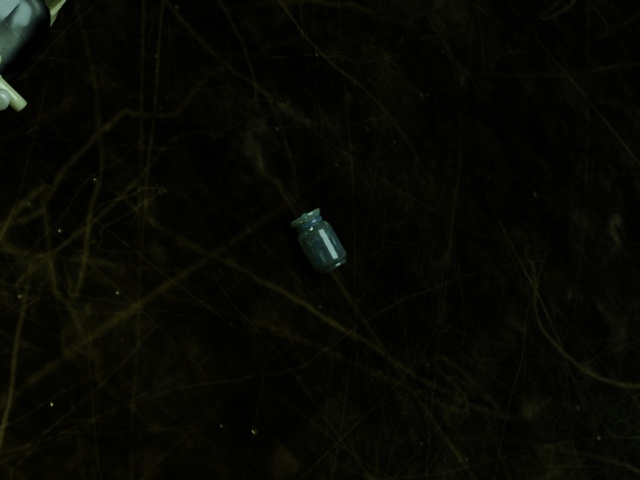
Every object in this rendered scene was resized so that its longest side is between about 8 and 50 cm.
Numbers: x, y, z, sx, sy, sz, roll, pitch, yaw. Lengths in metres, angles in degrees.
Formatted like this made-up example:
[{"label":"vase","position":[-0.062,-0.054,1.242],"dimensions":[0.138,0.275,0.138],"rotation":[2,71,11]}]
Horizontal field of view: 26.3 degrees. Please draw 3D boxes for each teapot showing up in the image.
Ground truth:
[{"label":"teapot","position":[0.003,-0.001,1.811],"dimensions":[0.063,0.049,0.083],"rotation":[-29,92,-49]}]

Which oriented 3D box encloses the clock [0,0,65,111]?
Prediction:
[{"label":"clock","position":[-0.367,-0.166,1.350],"dimensions":[0.120,0.276,0.379],"rotation":[42,41,-21]}]
